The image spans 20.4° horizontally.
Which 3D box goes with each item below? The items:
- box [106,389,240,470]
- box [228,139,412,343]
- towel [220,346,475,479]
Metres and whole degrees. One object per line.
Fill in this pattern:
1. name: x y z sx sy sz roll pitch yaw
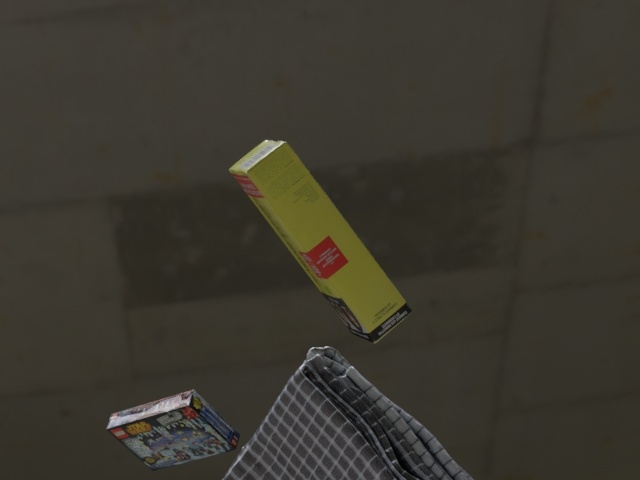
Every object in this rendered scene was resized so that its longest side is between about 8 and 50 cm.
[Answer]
1. box: -0.179 0.232 2.158 0.137 0.027 0.094 -19 -52 34
2. box: 0.000 0.000 1.893 0.058 0.087 0.232 -39 -75 -10
3. towel: 0.030 0.289 2.012 0.121 0.284 0.235 -24 -29 -47
